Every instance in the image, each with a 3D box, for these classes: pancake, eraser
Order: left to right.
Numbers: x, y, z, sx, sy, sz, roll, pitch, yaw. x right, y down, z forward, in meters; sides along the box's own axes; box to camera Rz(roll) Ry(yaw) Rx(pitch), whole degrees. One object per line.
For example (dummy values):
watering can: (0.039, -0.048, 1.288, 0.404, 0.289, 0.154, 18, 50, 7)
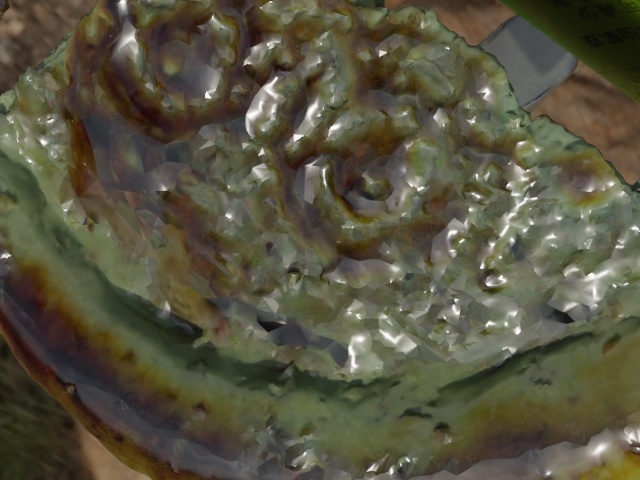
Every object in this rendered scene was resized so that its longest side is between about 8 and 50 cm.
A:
pancake: (-0.003, 0.004, 0.889, 0.427, 0.067, 0.305, 32, 109, 18)
eraser: (0.111, -0.098, 1.639, 0.077, 0.111, 0.352, 47, 58, 5)

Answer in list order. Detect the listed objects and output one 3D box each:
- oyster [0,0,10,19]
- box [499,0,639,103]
oyster: (-0.176, -0.127, 0.708, 0.223, 0.214, 0.083, -42, 64, 13)
box: (0.254, -0.104, 1.080, 0.173, 0.311, 0.043, -4, 60, 54)
